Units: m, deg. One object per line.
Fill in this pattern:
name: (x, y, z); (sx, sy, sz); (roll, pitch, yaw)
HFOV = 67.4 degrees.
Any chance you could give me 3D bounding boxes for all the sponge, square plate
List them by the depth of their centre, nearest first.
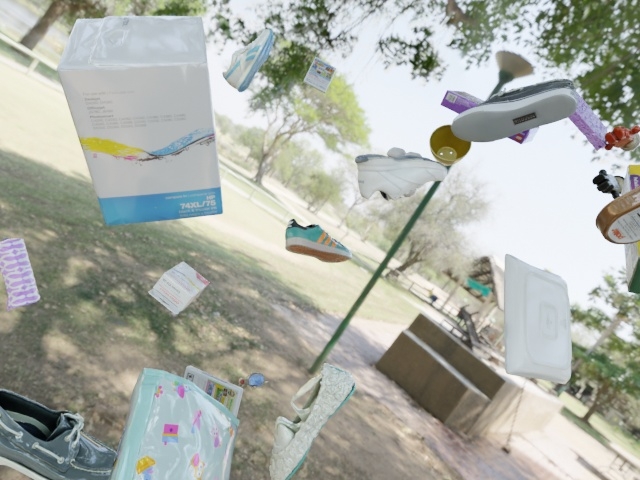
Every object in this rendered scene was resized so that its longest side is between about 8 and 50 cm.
sponge: (0.760, -0.369, 1.401); (0.210, 0.117, 0.031); (44, -42, -9)
square plate: (0.667, 0.241, 1.446); (0.344, 0.347, 0.049); (18, -20, -34)

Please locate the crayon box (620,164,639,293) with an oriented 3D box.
crayon box: (0.807, -0.021, 0.977); (0.313, 0.363, 0.106); (8, -50, 24)

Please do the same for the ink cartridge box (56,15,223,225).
ink cartridge box: (-0.273, -0.196, 0.785); (0.197, 0.270, 0.198); (-6, 44, -11)

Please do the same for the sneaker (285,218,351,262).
sneaker: (0.000, 0.000, 1.756); (0.302, 0.121, 0.108); (18, -30, -40)

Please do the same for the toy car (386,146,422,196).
toy car: (0.268, -0.245, 1.706); (0.136, 0.159, 0.182); (-4, 23, -42)

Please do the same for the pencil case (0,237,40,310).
pencil case: (-0.879, 0.092, 1.381); (0.088, 0.206, 0.086); (-18, 7, -36)

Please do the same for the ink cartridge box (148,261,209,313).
ink cartridge box: (-0.442, 0.146, 1.509); (0.115, 0.067, 0.198); (39, 13, -3)

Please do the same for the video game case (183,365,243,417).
video game case: (-0.331, 0.497, 1.393); (0.193, 0.212, 0.023); (15, 4, 22)

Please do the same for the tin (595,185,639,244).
tin: (0.568, -0.058, 0.810); (0.106, 0.189, 0.040); (35, 36, -30)

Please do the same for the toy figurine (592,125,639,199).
toy figurine: (0.905, -0.212, 1.351); (0.148, 0.213, 0.209); (1, 13, -40)

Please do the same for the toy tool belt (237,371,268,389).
toy tool belt: (-0.211, 0.440, 1.500); (0.083, 0.052, 0.051); (2, 2, -34)

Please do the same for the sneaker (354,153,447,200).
sneaker: (0.228, -0.180, 1.373); (0.297, 0.129, 0.111); (-3, 14, -21)

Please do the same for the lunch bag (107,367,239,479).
lunch bag: (-0.251, 0.357, 0.781); (0.262, 0.160, 0.223); (72, 17, -49)

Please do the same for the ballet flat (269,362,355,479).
ballet flat: (-0.057, 0.544, 1.469); (0.147, 0.409, 0.147); (37, 1, -1)

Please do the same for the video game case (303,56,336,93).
video game case: (-0.001, -0.590, 1.714); (0.087, 0.122, 0.011); (26, -24, -8)

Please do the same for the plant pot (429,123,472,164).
plant pot: (0.422, -0.300, 1.586); (0.134, 0.134, 0.095); (38, -12, 18)

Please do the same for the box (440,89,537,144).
box: (0.563, -0.411, 1.589); (0.293, 0.057, 0.201); (34, 29, 21)

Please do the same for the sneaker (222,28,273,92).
sneaker: (-0.243, -0.621, 1.623); (0.092, 0.229, 0.087); (37, 8, 4)

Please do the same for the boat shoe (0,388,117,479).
boat shoe: (-0.494, 0.371, 0.892); (0.319, 0.099, 0.116); (41, 1, -33)

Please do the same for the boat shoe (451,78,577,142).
boat shoe: (0.497, -0.348, 1.254); (0.306, 0.105, 0.113); (-14, -45, 35)
